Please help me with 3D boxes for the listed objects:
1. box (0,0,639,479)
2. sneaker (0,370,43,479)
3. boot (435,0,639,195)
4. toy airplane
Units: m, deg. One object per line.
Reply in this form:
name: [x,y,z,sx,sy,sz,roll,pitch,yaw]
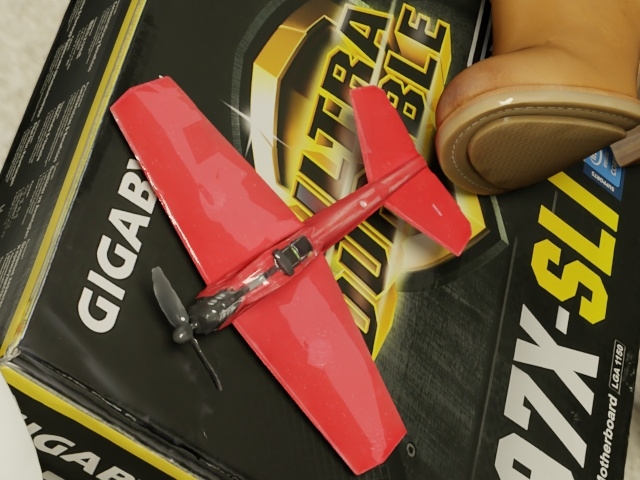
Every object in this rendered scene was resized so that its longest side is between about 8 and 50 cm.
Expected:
box: [0.013,-0.010,0.688,0.257,0.079,0.322,36,49,-25]
sneaker: [-0.236,-0.020,0.443,0.366,0.135,0.150,44,65,1]
boot: [0.080,-0.101,0.695,0.197,0.073,0.152,-8,74,-57]
toy airplane: [0.000,0.000,0.596,0.151,0.028,0.151,20,56,-33]
